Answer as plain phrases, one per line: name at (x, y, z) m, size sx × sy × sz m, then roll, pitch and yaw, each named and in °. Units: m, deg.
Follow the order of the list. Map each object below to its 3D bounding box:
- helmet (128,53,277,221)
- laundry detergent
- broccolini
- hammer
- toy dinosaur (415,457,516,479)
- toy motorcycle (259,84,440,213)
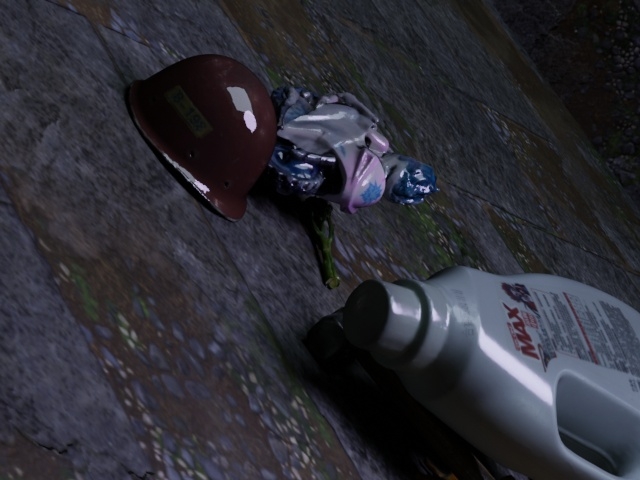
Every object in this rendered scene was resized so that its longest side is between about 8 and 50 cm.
helmet at (-0.097, -0.115, 1.733) m, size 0.155 × 0.106 × 0.175 m, roll 16°, pitch 43°, yaw -62°
laundry detergent at (0.188, 0.129, 1.689) m, size 0.398 × 0.125 × 0.264 m, roll 20°, pitch 42°, yaw -40°
broccolini at (0.000, 0.000, 1.876) m, size 0.035 × 0.030 × 0.140 m, roll 32°, pitch 28°, yaw -28°
hammer at (0.131, 0.207, 1.671) m, size 0.365 × 0.043 × 0.111 m, roll 50°, pitch 23°, yaw 12°
toy dinosaur at (0.164, 0.264, 1.710) m, size 0.162 × 0.039 × 0.126 m, roll 46°, pitch 22°, yaw 8°
toy motorcycle at (0.031, -0.090, 1.910) m, size 0.204 × 0.108 × 0.239 m, roll 18°, pitch 41°, yaw -5°
